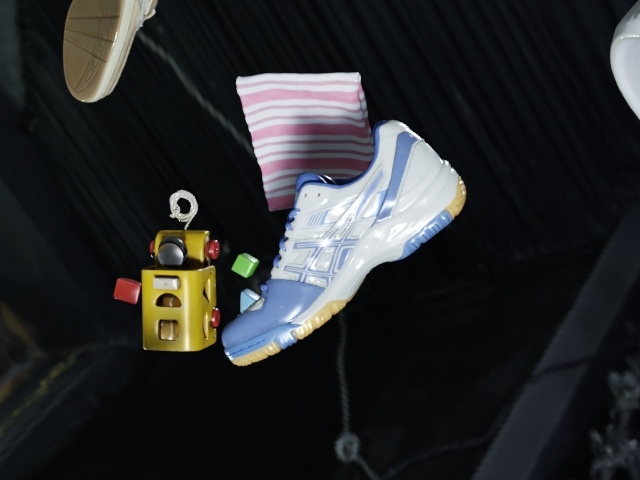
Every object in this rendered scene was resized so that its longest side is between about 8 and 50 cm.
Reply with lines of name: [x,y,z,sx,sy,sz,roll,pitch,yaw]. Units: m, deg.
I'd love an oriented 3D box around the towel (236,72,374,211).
towel: [-0.011,-0.113,1.444,0.144,0.197,0.029,-2,-136,12]

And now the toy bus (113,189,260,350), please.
toy bus: [-0.202,0.061,1.749,0.191,0.202,0.104,-46,174,12]

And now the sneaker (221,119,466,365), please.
sneaker: [0.000,0.000,1.253,0.296,0.131,0.112,-40,-175,3]

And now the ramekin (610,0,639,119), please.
ramekin: [0.464,-0.198,1.469,0.127,0.273,0.273,-41,-160,-8]

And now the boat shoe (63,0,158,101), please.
boat shoe: [-0.260,-0.328,1.656,0.109,0.302,0.098,21,-171,37]
